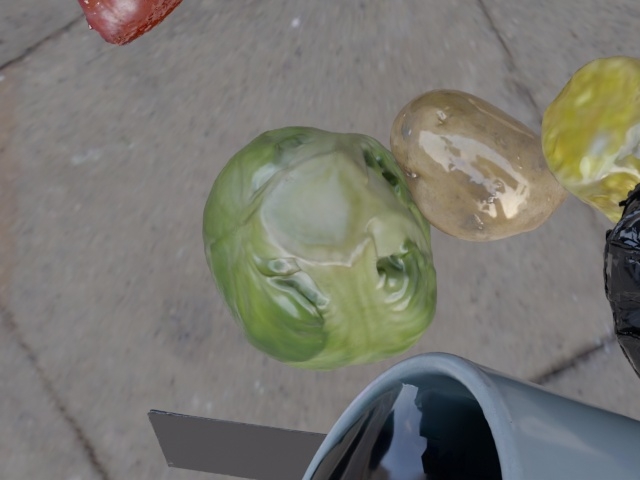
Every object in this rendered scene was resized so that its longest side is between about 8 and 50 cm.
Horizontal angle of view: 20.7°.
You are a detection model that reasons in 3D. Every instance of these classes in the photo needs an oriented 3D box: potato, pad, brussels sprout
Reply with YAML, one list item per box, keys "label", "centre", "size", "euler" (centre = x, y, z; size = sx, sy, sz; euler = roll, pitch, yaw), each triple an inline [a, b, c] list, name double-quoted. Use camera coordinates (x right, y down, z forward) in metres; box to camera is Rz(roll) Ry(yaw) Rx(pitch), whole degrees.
- label: "potato"
  centre: [0.121, -0.057, 1.380]
  size: [0.147, 0.112, 0.112]
  euler: [38, 100, -2]
- label: "pad"
  centre: [0.006, 0.154, 1.214]
  size: [0.243, 0.163, 0.004]
  euler: [8, 70, 3]
- label: "brussels sprout"
  centre: [0.000, 0.000, 1.576]
  size: [0.210, 0.271, 0.219]
  euler: [-9, 75, -2]

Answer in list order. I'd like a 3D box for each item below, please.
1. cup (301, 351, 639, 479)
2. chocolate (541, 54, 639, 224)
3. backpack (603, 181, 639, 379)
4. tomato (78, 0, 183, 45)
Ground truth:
- label: "cup"
  centre: [0.144, 0.182, 0.677]
  size: [0.312, 0.205, 0.205]
  euler: [19, 102, -21]
- label: "chocolate"
  centre: [0.309, 0.016, 1.049]
  size: [0.445, 0.162, 0.162]
  euler: [24, 103, -36]
- label: "backpack"
  centre: [0.205, 0.007, 0.739]
  size: [0.165, 0.106, 0.120]
  euler: [-2, 111, 25]
- label: "tomato"
  centre: [-0.110, -0.214, 1.017]
  size: [0.099, 0.189, 0.173]
  euler: [-18, 138, 11]
